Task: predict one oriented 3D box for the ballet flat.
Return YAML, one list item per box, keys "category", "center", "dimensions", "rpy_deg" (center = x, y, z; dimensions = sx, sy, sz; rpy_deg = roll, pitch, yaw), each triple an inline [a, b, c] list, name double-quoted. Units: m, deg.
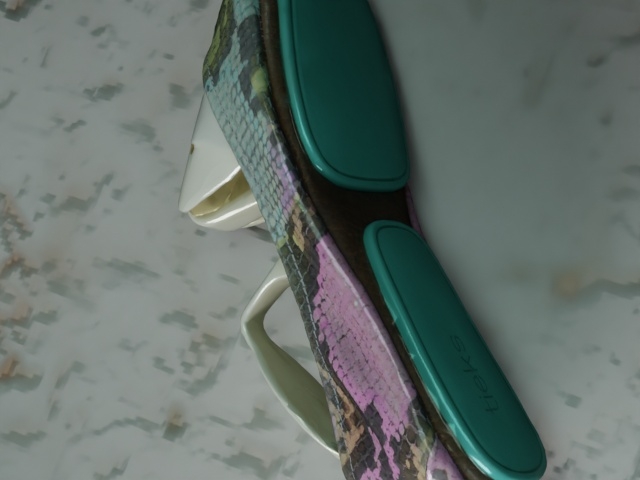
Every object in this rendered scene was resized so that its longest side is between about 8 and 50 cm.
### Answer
- category: "ballet flat"
  center: [0.000, 0.000, 0.567]
  dimensions: [0.079, 0.077, 0.221]
  rpy_deg: [-31, 70, 30]
